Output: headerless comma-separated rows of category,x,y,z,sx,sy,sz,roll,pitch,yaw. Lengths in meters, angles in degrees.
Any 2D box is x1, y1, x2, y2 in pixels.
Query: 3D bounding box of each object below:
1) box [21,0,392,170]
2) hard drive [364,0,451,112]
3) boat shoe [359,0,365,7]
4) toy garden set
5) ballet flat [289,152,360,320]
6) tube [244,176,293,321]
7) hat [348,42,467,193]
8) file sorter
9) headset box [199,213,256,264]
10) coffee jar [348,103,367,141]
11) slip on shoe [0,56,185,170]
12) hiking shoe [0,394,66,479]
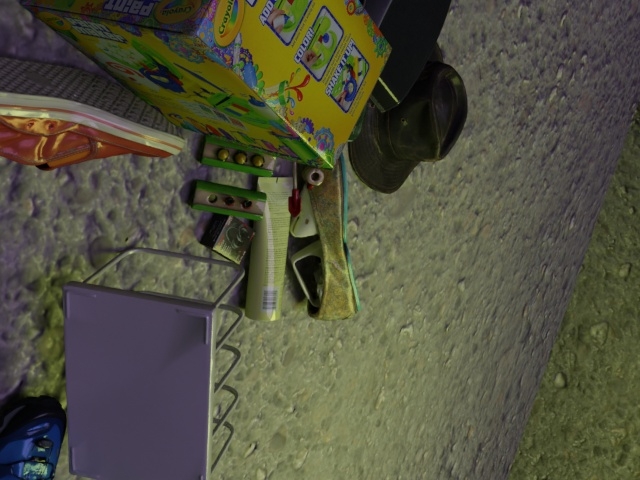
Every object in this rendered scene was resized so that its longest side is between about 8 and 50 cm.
box,-0.122,-0.245,0.872,0.279,0.290,0.177,38,76,-54
hard drive,0.135,-0.365,1.280,0.172,0.054,0.254,42,68,-45
boat shoe,0.038,-0.492,1.102,0.132,0.130,0.355,-22,123,-46
toy garden set,-0.065,-0.145,1.112,0.204,0.049,0.244,10,100,-19
ballet flat,0.000,0.000,1.319,0.123,0.123,0.348,-36,132,-38
tube,-0.085,0.013,1.254,0.070,0.062,0.240,-115,-149,-78
hat,0.199,-0.239,1.438,0.331,0.134,0.331,-28,128,-44
file sorter,-0.212,0.171,1.018,0.173,0.193,0.277,-55,152,-67
headset box,-0.146,-0.007,1.178,0.083,0.032,0.062,39,75,-55
coffee jar,-0.007,-0.212,1.222,0.184,0.079,0.096,-6,113,-53
slip on shoe,-0.297,-0.133,0.864,0.331,0.123,0.101,-1,130,-53
hiking shoe,-0.379,0.351,0.956,0.113,0.132,0.304,21,89,-55
